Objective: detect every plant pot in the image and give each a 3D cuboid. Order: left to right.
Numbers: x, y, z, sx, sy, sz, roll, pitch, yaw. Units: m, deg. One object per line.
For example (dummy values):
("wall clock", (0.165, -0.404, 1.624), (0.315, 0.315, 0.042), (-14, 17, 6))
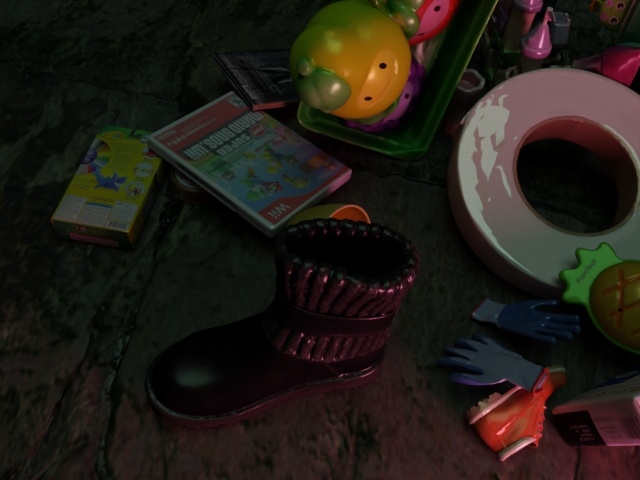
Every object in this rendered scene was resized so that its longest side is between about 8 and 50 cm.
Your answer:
("plant pot", (0.000, 0.000, 0.984), (0.095, 0.134, 0.134), (20, 51, 38))

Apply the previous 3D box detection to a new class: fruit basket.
("fruit basket", (0.100, -0.299, 1.032), (0.282, 0.392, 0.392), (16, 53, -7))

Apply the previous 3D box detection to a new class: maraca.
("maraca", (0.427, 0.081, 0.901), (0.185, 0.099, 0.127), (37, 83, 21))

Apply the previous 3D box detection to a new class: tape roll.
("tape roll", (0.398, -0.094, 1.037), (0.391, 0.072, 0.392), (1, 71, -3))

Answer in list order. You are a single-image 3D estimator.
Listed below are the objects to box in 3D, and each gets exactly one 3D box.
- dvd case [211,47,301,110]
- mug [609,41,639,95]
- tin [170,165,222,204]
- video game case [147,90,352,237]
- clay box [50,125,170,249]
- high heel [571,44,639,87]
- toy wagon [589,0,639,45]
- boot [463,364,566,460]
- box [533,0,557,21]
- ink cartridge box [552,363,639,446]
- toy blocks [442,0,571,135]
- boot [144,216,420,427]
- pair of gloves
("dvd case", (-0.074, -0.314, 1.237), (0.221, 0.018, 0.164), (-16, 54, -33))
("mug", (0.602, -0.307, 1.251), (0.157, 0.129, 0.097), (41, 52, -17))
("tin", (-0.161, -0.115, 1.106), (0.189, 0.040, 0.106), (-4, 49, -7))
("video game case", (-0.118, -0.139, 1.083), (0.285, 0.025, 0.204), (36, 52, 20))
("clay box", (-0.335, -0.094, 1.066), (0.127, 0.053, 0.222), (10, 52, 3))
("high heel", (0.550, -0.259, 1.142), (0.117, 0.244, 0.082), (-1, 61, 47))
("toy wagon", (0.675, -0.396, 1.229), (0.344, 0.267, 0.068), (27, 56, 17))
("boot", (0.280, 0.230, 0.868), (0.157, 0.059, 0.085), (-28, 63, -13))
("box", (0.396, -0.573, 1.471), (0.183, 0.059, 0.232), (-34, 63, -26))
("ink cartridge box", (0.504, 0.167, 0.848), (0.370, 0.176, 0.069), (-22, 77, -18))
("toy blocks", (0.371, -0.383, 1.202), (0.308, 0.260, 0.289), (-1, 53, -5))
("boot", (-0.059, 0.102, 0.808), (0.347, 0.260, 0.131), (-13, 55, -13))
("pair of gloves", (0.268, 0.142, 0.912), (0.159, 0.023, 0.198), (12, 41, 41))
